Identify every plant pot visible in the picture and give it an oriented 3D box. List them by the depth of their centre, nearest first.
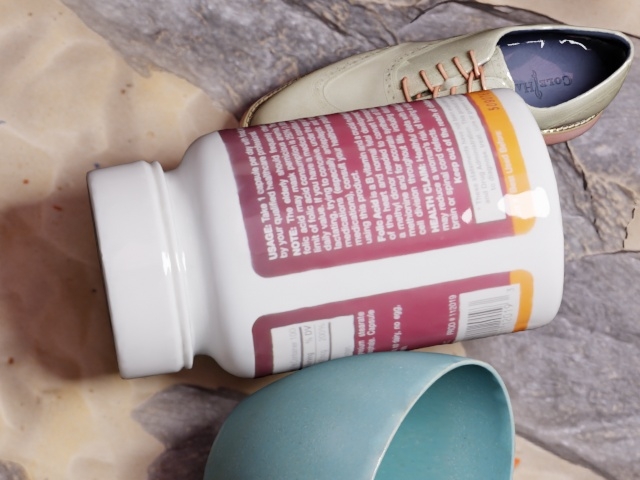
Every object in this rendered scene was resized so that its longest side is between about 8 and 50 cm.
[{"bbox_3d":[0.015,0.219,1.682,0.195,0.290,0.290,15,61,30],"label":"plant pot"}]

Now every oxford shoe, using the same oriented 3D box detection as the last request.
[{"bbox_3d":[0.114,-0.146,1.885,0.397,0.146,0.140,-16,78,-19],"label":"oxford shoe"}]

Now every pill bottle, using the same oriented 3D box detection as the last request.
[{"bbox_3d":[0.000,0.000,1.742,0.392,0.224,0.224,-9,73,-7],"label":"pill bottle"}]
